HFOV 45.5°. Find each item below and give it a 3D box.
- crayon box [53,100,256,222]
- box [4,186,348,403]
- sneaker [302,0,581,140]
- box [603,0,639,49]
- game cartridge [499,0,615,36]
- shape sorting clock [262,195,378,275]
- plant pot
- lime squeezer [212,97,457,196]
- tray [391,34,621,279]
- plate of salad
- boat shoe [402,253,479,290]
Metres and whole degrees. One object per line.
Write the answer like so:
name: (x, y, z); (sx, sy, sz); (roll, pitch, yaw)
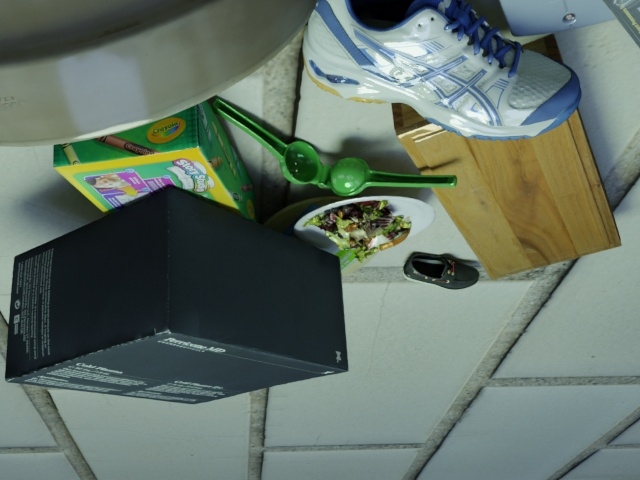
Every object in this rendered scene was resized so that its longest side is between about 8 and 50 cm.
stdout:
crayon box: (-0.189, -0.079, 0.944); (0.165, 0.081, 0.278); (-7, 160, 6)
box: (-0.186, 0.101, 1.045); (0.312, 0.179, 0.343); (-17, 155, 33)
sneaker: (0.128, -0.193, 0.774); (0.296, 0.112, 0.131); (12, 141, 2)
box: (0.404, -0.246, 0.688); (0.242, 0.077, 0.307); (-28, 141, 34)
game cartridge: (0.301, -0.300, 0.710); (0.294, 0.060, 0.196); (-16, 142, 20)
shape sorting clock: (0.000, 0.000, 1.173); (0.206, 0.040, 0.206); (-5, 140, -4)
plant pot: (-0.184, -0.268, 0.519); (0.323, 0.323, 0.280); (-8, 132, 8)
lime squeezer: (0.014, -0.105, 0.972); (0.310, 0.059, 0.110); (18, 142, 1)
tray: (0.268, -0.083, 1.037); (0.202, 0.076, 0.411); (-17, 146, 21)
plate of salad: (0.062, -0.013, 1.063); (0.199, 0.048, 0.200); (-5, 161, -2)
boat shoe: (0.204, 0.052, 1.267); (0.132, 0.049, 0.042); (9, 155, -10)
